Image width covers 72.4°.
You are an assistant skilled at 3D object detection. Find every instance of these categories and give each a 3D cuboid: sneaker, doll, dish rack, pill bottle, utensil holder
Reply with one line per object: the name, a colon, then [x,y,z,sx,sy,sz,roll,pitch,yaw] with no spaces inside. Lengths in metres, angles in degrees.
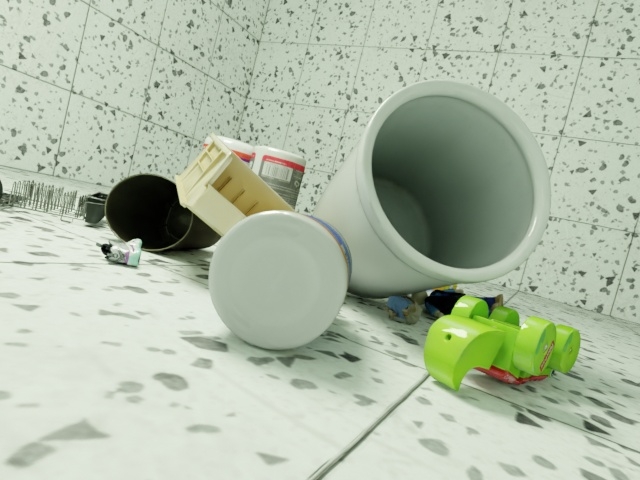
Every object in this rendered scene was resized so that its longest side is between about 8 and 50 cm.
sneaker: [-0.337,0.013,0.729,0.069,0.038,0.098,13,3,-25]
doll: [0.285,0.131,0.934,0.189,0.046,0.129,3,23,33]
dish rack: [-0.651,-0.101,1.043,0.271,0.074,0.208,13,3,-22]
pill bottle: [-0.165,-0.125,1.392,0.176,0.319,0.176,15,3,-1]
pill bottle: [-0.327,-0.172,1.454,0.181,0.323,0.181,14,3,-1]
pill bottle: [-0.034,0.038,0.589,0.152,0.152,0.272,14,3,5]
utensil holder: [0.170,-0.055,0.842,0.327,0.328,0.385,14,-17,-10]

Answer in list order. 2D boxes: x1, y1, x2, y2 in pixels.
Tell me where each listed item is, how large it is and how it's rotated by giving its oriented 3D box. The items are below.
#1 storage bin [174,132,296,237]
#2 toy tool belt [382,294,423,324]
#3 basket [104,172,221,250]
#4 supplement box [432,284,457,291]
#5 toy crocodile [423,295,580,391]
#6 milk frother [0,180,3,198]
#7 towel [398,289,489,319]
storage bin: [-0.137,-0.058,0.852,0.262,0.123,0.260,44,0,-29]
toy tool belt: [0.144,0.123,0.813,0.051,0.052,0.083,22,-3,-38]
basket: [-0.322,-0.050,0.984,0.204,0.154,0.227,13,-1,13]
supplement box: [0.339,-0.019,1.390,0.195,0.357,0.194,12,4,-37]
toy crocodile: [0.260,0.147,0.591,0.115,0.105,0.340,16,-1,44]
milk frother: [-0.707,-0.103,0.802,0.143,0.129,0.135,-29,3,0]
towel: [0.300,0.158,1.067,0.209,0.034,0.285,11,5,-35]
